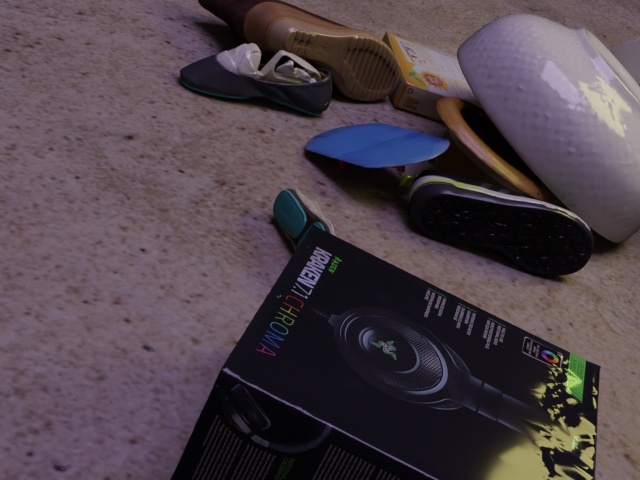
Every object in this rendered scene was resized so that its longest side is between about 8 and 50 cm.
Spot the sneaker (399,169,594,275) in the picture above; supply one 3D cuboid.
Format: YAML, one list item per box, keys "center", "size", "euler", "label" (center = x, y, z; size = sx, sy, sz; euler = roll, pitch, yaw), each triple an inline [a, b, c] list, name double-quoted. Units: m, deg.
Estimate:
- center: [0.207, -0.035, 1.356]
  size: [0.235, 0.084, 0.097]
  euler: [19, 26, -12]
  label: "sneaker"

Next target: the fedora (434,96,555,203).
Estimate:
- center: [0.202, -0.095, 1.450]
  size: [0.194, 0.079, 0.194]
  euler: [34, 24, -18]
  label: "fedora"

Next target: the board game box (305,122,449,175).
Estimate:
- center: [0.066, -0.099, 1.382]
  size: [0.133, 0.033, 0.169]
  euler: [-22, 29, -38]
  label: "board game box"

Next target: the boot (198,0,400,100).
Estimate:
- center: [-0.026, -0.280, 1.599]
  size: [0.248, 0.090, 0.207]
  euler: [16, 15, -44]
  label: "boot"

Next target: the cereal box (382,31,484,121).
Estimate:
- center: [0.208, -0.218, 1.721]
  size: [0.240, 0.047, 0.173]
  euler: [17, 30, -18]
  label: "cereal box"

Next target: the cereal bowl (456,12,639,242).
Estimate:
- center: [0.338, -0.168, 1.516]
  size: [0.339, 0.141, 0.339]
  euler: [41, 23, -22]
  label: "cereal bowl"

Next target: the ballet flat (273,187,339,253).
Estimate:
- center: [0.000, 0.000, 1.157]
  size: [0.052, 0.057, 0.168]
  euler: [21, 26, -30]
  label: "ballet flat"

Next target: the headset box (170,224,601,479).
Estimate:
- center: [0.066, 0.146, 0.865]
  size: [0.283, 0.131, 0.246]
  euler: [27, 28, 3]
  label: "headset box"

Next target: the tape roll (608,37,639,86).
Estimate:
- center: [0.580, -0.213, 1.730]
  size: [0.392, 0.072, 0.392]
  euler: [3, -12, 1]
  label: "tape roll"

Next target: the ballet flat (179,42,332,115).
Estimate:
- center: [-0.073, -0.207, 1.446]
  size: [0.203, 0.074, 0.074]
  euler: [9, 31, -28]
  label: "ballet flat"
